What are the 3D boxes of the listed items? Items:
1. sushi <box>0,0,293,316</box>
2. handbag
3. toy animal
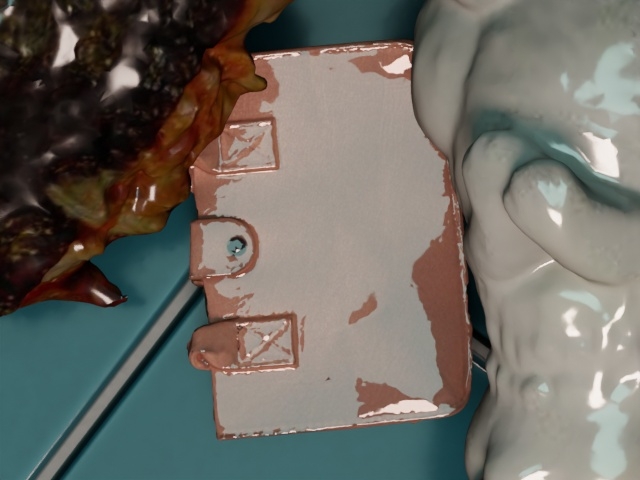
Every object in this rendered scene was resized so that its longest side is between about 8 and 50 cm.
[{"bbox_3d":[-0.130,-0.125,0.841,0.343,0.182,0.196,-51,47,14],"label":"sushi"},{"bbox_3d":[0.000,0.000,0.916,0.157,0.059,0.212,-5,88,-2],"label":"handbag"},{"bbox_3d":[0.147,-0.006,0.846,0.194,0.258,0.357,2,102,25],"label":"toy animal"}]
